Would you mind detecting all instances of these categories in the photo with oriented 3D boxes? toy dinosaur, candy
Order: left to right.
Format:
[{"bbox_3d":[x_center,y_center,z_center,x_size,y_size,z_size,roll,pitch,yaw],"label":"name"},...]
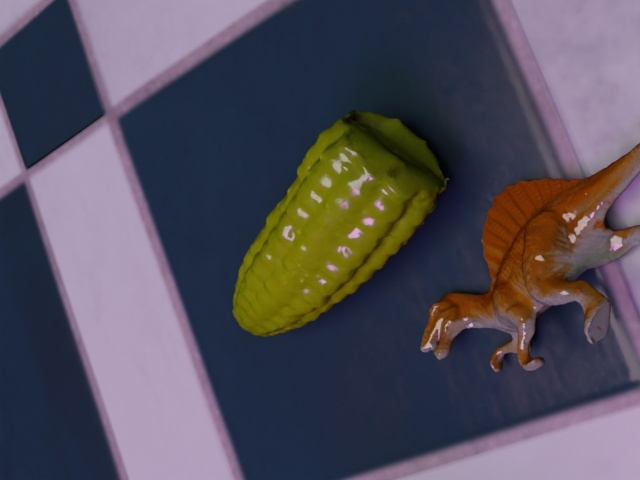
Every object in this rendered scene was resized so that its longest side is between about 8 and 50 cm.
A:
[{"bbox_3d":[0.000,0.000,0.752,0.096,0.097,0.209,53,126,19],"label":"candy"},{"bbox_3d":[0.151,0.001,0.680,0.142,0.057,0.212,29,99,50],"label":"toy dinosaur"}]
